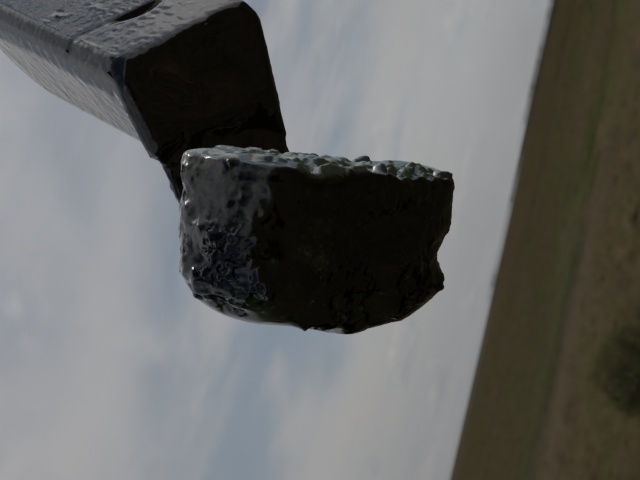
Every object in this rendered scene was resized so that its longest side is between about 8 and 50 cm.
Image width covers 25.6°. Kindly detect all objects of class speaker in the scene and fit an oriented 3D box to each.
[{"bbox_3d":[-0.199,-0.176,1.498,0.180,0.388,0.184,-30,-52,-25],"label":"speaker"}]

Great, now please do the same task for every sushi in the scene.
[{"bbox_3d":[0.000,0.000,0.996,0.225,0.124,0.127,2,-82,-47],"label":"sushi"}]
